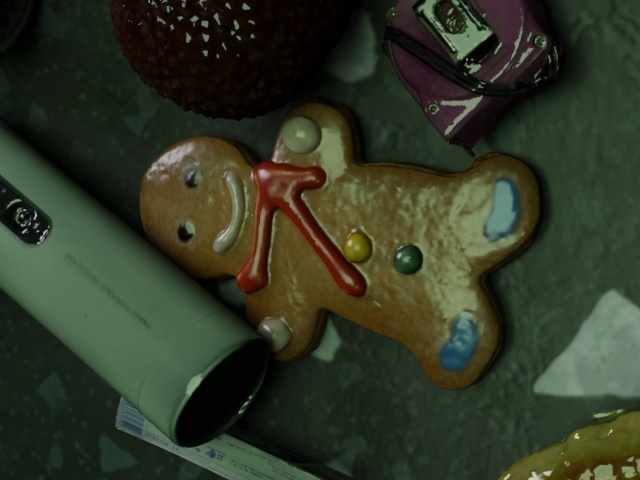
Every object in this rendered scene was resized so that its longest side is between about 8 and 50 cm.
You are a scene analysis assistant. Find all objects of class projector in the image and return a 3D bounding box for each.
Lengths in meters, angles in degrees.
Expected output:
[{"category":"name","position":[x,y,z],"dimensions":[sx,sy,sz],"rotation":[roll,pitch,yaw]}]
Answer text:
[{"category":"projector","position":[-0.190,0.021,1.517],"dimensions":[0.337,0.108,0.108],"rotation":[38,107,23]}]

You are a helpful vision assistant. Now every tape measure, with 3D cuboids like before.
[{"category":"tape measure","position":[0.110,-0.141,1.398],"dimensions":[0.118,0.074,0.125],"rotation":[-44,70,16]}]

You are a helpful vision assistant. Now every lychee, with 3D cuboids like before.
[{"category":"lychee","position":[-0.068,-0.184,1.430],"dimensions":[0.194,0.194,0.194],"rotation":[1,93,25]}]

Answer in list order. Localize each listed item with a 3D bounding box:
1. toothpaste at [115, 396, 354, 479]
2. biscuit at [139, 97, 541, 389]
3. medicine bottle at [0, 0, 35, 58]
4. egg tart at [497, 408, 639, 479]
[{"category":"toothpaste","position":[-0.069,0.166,1.515],"dimensions":[0.196,0.047,0.040],"rotation":[22,98,22]},{"category":"biscuit","position":[-0.001,-0.001,1.478],"dimensions":[0.324,0.049,0.205],"rotation":[19,101,24]},{"category":"medicine bottle","position":[-0.379,-0.228,1.572],"dimensions":[0.273,0.165,0.165],"rotation":[7,96,24]},{"category":"egg tart","position":[0.235,0.277,1.335],"dimensions":[0.341,0.132,0.341],"rotation":[1,92,25]}]
